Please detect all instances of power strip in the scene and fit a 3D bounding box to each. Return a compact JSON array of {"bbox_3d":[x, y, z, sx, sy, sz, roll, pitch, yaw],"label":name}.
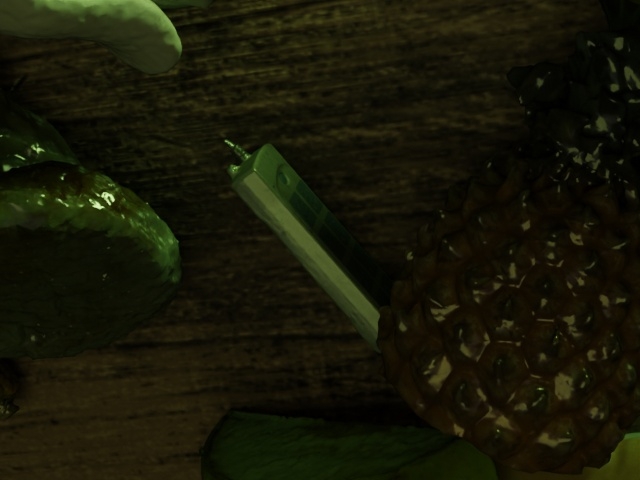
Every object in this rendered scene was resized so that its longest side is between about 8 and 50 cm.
[{"bbox_3d":[0.000,0.000,1.227,0.029,0.080,0.227,-38,100,20],"label":"power strip"}]

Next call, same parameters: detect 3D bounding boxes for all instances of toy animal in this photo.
[{"bbox_3d":[-0.190,-0.235,1.054,0.206,0.265,0.272,-30,93,25],"label":"toy animal"}]

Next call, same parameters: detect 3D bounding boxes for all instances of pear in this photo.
[{"bbox_3d":[0.018,0.274,1.252,0.288,0.139,0.239,-1,118,40],"label":"pear"}]

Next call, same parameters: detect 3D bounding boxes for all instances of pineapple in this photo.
[{"bbox_3d":[0.194,-0.017,1.126,0.222,0.223,0.357,24,98,2],"label":"pineapple"}]

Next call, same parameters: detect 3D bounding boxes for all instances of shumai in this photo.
[{"bbox_3d":[-0.245,-0.033,1.256,0.222,0.204,0.272,-27,139,23],"label":"shumai"}]

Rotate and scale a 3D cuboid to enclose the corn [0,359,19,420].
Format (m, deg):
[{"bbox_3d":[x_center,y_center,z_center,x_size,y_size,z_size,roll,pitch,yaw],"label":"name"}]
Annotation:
[{"bbox_3d":[-0.353,0.090,1.347,0.207,0.068,0.068,42,114,-7],"label":"corn"}]

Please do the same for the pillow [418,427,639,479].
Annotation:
[{"bbox_3d":[0.219,0.290,1.276,0.312,0.119,0.310,-2,109,17],"label":"pillow"}]

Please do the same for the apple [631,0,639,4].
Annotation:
[{"bbox_3d":[0.276,-0.275,0.961,0.291,0.292,0.254,-7,101,15],"label":"apple"}]
